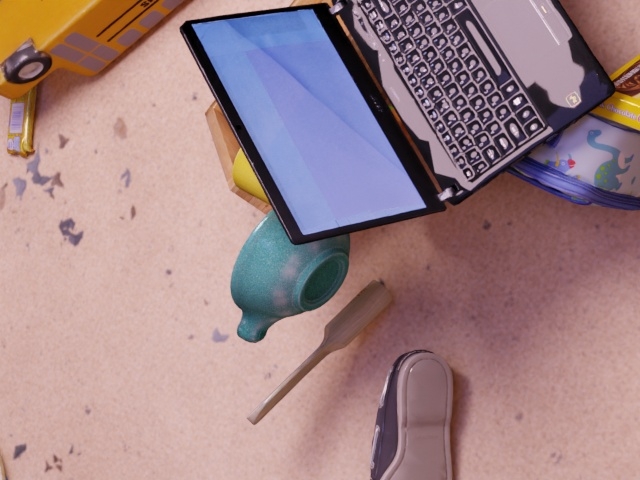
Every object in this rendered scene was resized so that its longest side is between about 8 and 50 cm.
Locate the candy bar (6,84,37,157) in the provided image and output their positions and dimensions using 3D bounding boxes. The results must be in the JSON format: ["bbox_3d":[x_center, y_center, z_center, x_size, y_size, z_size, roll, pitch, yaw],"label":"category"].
[{"bbox_3d":[-0.341,-0.175,1.725,0.040,0.018,0.161,1,83,32],"label":"candy bar"}]

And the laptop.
[{"bbox_3d":[0.060,-0.151,1.229,0.264,0.136,0.234,-35,67,17],"label":"laptop"}]

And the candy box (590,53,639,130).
[{"bbox_3d":[0.322,-0.138,1.272,0.105,0.206,0.027,26,129,27],"label":"candy box"}]

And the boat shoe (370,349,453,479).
[{"bbox_3d":[0.083,0.206,1.431,0.065,0.075,0.206,-165,83,-72],"label":"boat shoe"}]

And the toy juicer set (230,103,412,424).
[{"bbox_3d":[0.000,0.000,1.389,0.089,0.209,0.329,37,141,29],"label":"toy juicer set"}]

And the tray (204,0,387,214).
[{"bbox_3d":[0.052,-0.225,1.433,0.411,0.076,0.203,-51,25,14],"label":"tray"}]

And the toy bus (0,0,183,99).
[{"bbox_3d":[-0.231,-0.284,1.618,0.332,0.130,0.108,-37,68,19],"label":"toy bus"}]

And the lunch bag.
[{"bbox_3d":[0.190,-0.104,1.338,0.219,0.176,0.090,29,102,27],"label":"lunch bag"}]

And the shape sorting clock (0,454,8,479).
[{"bbox_3d":[-0.439,0.290,1.697,0.206,0.040,0.206,-4,80,27],"label":"shape sorting clock"}]
